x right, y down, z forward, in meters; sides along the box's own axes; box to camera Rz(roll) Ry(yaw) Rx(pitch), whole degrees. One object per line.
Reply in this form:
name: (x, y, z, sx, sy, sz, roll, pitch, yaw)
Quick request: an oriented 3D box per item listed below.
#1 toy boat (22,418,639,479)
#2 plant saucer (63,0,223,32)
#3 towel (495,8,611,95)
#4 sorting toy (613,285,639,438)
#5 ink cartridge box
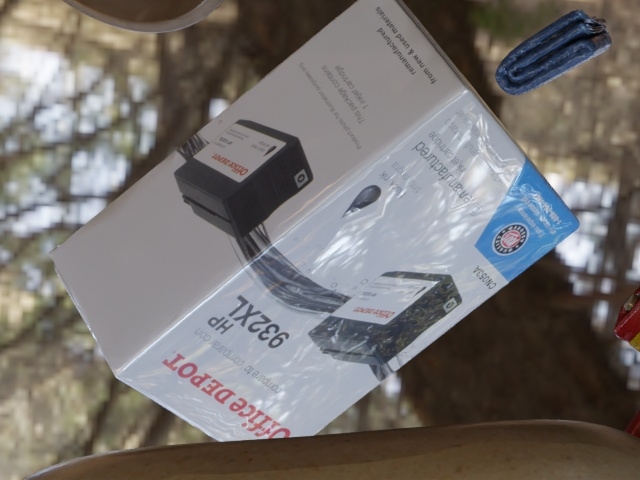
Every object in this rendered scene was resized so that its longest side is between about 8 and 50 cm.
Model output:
toy boat: (0.005, 0.124, 0.387, 0.151, 0.151, 0.231, -4, 168, -3)
plant saucer: (-0.153, -0.275, 1.276, 0.278, 0.278, 0.041, 16, -137, 34)
towel: (0.141, -0.114, 1.117, 0.067, 0.029, 0.119, -29, 180, 15)
sorting toy: (0.183, -0.012, 0.779, 0.046, 0.132, 0.274, 36, -146, -2)
ink cartridge box: (0.000, 0.000, 1.321, 0.223, 0.307, 0.129, 42, -168, -53)
